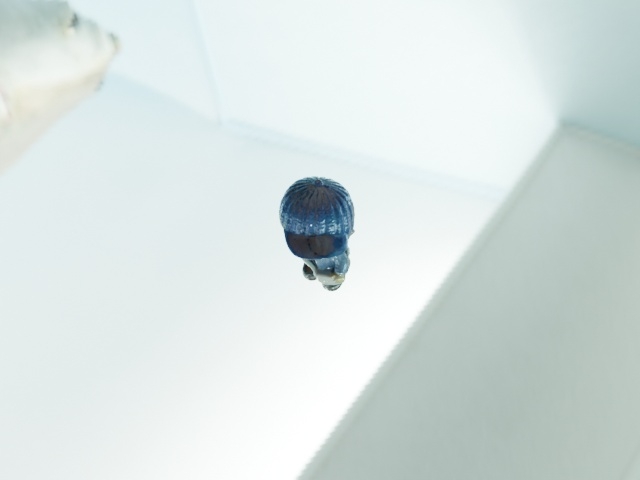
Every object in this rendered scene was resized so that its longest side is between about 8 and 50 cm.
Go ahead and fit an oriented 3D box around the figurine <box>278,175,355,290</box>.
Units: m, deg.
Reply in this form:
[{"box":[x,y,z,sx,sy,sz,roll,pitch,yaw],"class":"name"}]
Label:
[{"box":[0.005,-0.007,1.412,0.077,0.136,0.079,28,-99,19],"class":"figurine"}]
